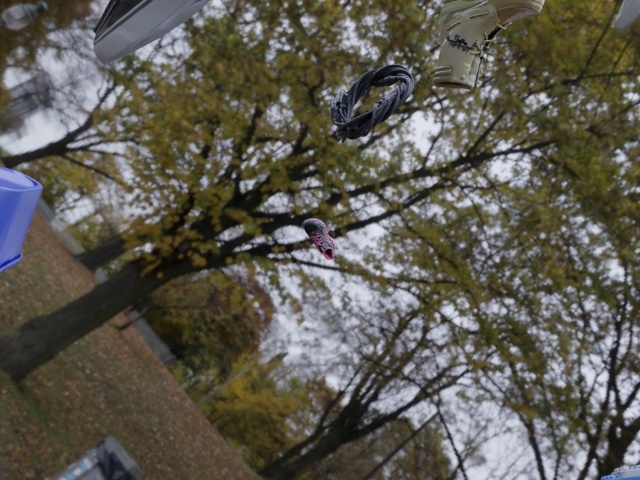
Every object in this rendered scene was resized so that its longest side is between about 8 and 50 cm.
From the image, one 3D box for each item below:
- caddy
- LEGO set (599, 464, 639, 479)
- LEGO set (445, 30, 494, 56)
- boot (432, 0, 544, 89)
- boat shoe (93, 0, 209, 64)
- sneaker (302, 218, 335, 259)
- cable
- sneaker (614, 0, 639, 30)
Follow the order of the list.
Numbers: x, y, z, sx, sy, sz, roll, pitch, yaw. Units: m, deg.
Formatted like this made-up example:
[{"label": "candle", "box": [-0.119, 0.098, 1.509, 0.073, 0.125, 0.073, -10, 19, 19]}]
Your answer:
[{"label": "caddy", "box": [-0.559, -0.039, 0.899, 0.241, 0.179, 0.341, 25, 2, -13]}, {"label": "LEGO set", "box": [0.121, 0.120, 0.287, 0.182, 0.244, 0.060, -30, -124, 42]}, {"label": "LEGO set", "box": [0.216, -0.288, 0.921, 0.083, 0.054, 0.023, 51, -56, 49]}, {"label": "boot", "box": [0.371, -0.448, 1.408, 0.262, 0.095, 0.204, 9, -91, 46]}, {"label": "boat shoe", "box": [-0.130, -0.226, 0.510, 0.228, 0.080, 0.076, -19, -71, 42]}, {"label": "sneaker", "box": [0.000, 0.000, 1.410, 0.119, 0.047, 0.057, 49, 24, -35]}, {"label": "cable", "box": [0.085, -0.224, 1.013, 0.047, 0.150, 0.184, 58, 17, -31]}, {"label": "sneaker", "box": [0.426, -0.354, 0.814, 0.061, 0.053, 0.152, 31, -57, 14]}]
